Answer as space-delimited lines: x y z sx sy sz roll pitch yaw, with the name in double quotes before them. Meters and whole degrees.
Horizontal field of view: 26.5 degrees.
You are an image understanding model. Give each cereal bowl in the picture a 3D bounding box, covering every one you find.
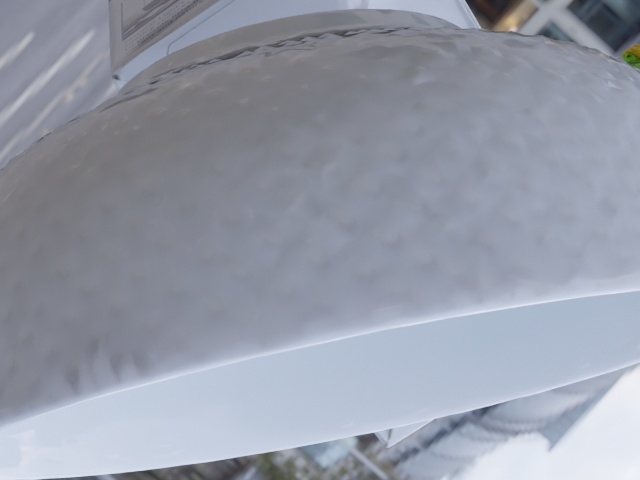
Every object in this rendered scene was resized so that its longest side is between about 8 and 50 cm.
"cereal bowl" 0.000 0.000 0.565 0.339 0.141 0.339 -12 168 -3

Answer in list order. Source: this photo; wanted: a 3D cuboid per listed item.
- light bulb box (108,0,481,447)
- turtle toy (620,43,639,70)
"light bulb box" 0.019 -0.101 1.076 0.225 0.358 0.361 -32 -156 5
"turtle toy" 0.322 -0.140 1.310 0.095 0.066 0.130 -41 -148 -28
